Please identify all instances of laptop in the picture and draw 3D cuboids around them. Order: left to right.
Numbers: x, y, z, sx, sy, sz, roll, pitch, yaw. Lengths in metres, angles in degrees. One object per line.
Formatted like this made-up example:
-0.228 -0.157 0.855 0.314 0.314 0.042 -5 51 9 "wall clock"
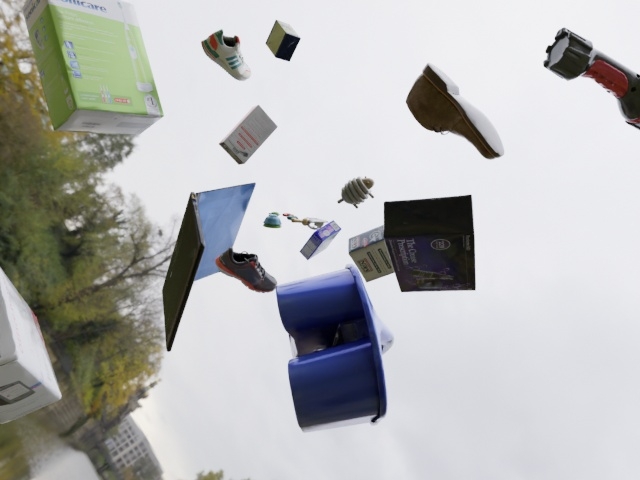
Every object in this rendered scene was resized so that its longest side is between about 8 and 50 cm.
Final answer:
-0.323 0.060 1.415 0.382 0.236 0.408 -65 -149 28 "laptop"

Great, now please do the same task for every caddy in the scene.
0.035 0.183 0.775 0.341 0.179 0.242 89 -9 -64 "caddy"

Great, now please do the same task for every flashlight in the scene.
0.626 -0.340 1.008 0.303 0.103 0.103 19 -57 -15 "flashlight"

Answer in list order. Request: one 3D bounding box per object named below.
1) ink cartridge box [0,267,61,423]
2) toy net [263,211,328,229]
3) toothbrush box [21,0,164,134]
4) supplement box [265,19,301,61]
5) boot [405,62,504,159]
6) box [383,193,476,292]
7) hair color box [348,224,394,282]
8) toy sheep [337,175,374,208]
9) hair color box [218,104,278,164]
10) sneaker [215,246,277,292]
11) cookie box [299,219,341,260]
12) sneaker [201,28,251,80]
-0.649 0.211 0.932 0.226 0.131 0.306 59 -26 22 "ink cartridge box"
-0.086 -0.066 1.674 0.232 0.122 0.045 7 -80 6 "toy net"
-0.500 -0.392 1.033 0.122 0.206 0.284 -17 -92 38 "toothbrush box"
-0.117 -0.617 1.436 0.083 0.056 0.083 -55 -127 34 "supplement box"
0.324 -0.290 1.133 0.115 0.112 0.305 -49 -120 32 "boot"
0.253 0.017 1.048 0.184 0.103 0.261 -6 -33 16 "box"
0.297 0.019 1.788 0.347 0.105 0.174 -22 -58 18 "hair color box"
0.108 -0.148 1.427 0.132 0.091 0.091 -35 -95 15 "toy sheep"
-0.222 -0.325 1.433 0.093 0.167 0.053 47 -19 -25 "hair color box"
-0.149 0.063 1.014 0.065 0.157 0.061 -47 -143 21 "sneaker"
0.000 0.000 1.352 0.040 0.091 0.107 49 -42 10 "cookie box"
-0.210 -0.451 1.130 0.075 0.161 0.057 -29 -118 24 "sneaker"
